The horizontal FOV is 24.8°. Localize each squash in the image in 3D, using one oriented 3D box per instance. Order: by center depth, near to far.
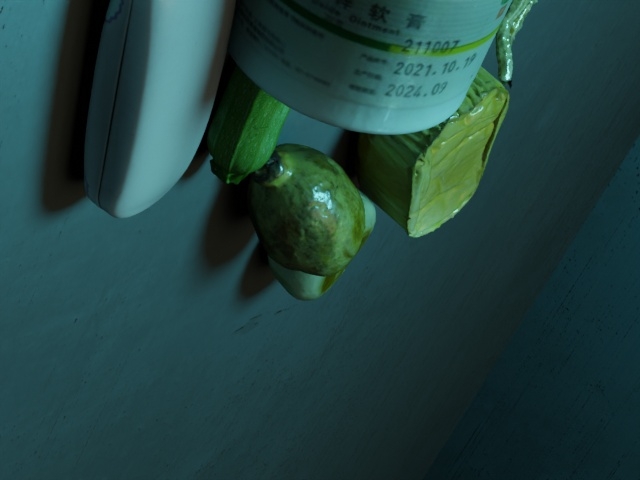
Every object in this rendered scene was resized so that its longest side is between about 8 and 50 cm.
[{"bbox_3d":[-0.055,-0.146,1.420,0.077,0.068,0.219,-30,152,-55],"label":"squash"}]

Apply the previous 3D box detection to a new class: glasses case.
[{"bbox_3d":[-0.135,-0.137,1.215,0.113,0.075,0.297,-39,159,-41],"label":"glasses case"}]

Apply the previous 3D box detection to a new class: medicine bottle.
[{"bbox_3d":[0.053,-0.245,1.220,0.238,0.238,0.232,-35,156,-45],"label":"medicine bottle"}]

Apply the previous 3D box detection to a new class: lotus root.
[{"bbox_3d":[-0.020,-0.039,1.616,0.138,0.138,0.214,-50,152,-10],"label":"lotus root"}]

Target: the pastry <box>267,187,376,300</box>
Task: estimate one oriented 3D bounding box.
[{"bbox_3d":[0.000,0.000,1.816,0.156,0.092,0.156,-43,161,-19],"label":"pastry"}]

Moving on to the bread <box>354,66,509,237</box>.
[{"bbox_3d":[0.133,-0.131,1.832,0.179,0.133,0.250,-40,156,-26],"label":"bread"}]

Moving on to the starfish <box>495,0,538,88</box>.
[{"bbox_3d":[0.287,-0.376,1.818,0.432,0.082,0.324,-46,158,-52],"label":"starfish"}]
